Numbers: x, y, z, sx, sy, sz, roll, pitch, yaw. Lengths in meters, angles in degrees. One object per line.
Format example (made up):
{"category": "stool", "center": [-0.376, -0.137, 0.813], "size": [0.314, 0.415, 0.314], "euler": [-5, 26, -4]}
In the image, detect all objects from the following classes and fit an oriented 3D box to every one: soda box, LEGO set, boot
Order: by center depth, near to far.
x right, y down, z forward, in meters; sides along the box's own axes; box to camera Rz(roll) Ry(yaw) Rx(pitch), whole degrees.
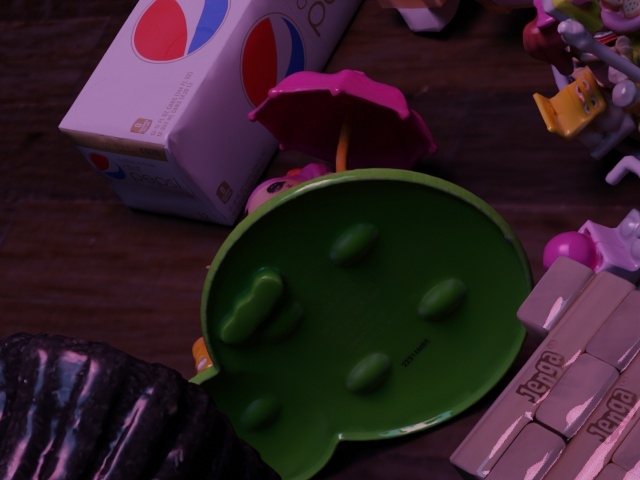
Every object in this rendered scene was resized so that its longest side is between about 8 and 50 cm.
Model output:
{"category": "boot", "center": [-0.106, 0.143, 0.542], "size": [0.131, 0.348, 0.260], "euler": [28, 71, 3]}
{"category": "LEGO set", "center": [0.083, -0.104, 0.724], "size": [0.132, 0.107, 0.287], "euler": [-51, 38, 18]}
{"category": "soda box", "center": [-0.036, -0.115, 0.870], "size": [0.074, 0.069, 0.216], "euler": [11, 62, 38]}

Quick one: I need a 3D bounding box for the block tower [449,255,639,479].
{"category": "block tower", "center": [0.187, 0.117, 0.527], "size": [0.335, 0.091, 0.097], "euler": [28, 72, 44]}

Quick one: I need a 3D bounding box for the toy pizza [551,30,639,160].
{"category": "toy pizza", "center": [0.190, -0.115, 0.752], "size": [0.201, 0.032, 0.201], "euler": [-17, 48, 20]}

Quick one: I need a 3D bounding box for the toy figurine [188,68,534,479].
{"category": "toy figurine", "center": [0.000, 0.000, 0.749], "size": [0.173, 0.130, 0.159], "euler": [-49, 25, 24]}
